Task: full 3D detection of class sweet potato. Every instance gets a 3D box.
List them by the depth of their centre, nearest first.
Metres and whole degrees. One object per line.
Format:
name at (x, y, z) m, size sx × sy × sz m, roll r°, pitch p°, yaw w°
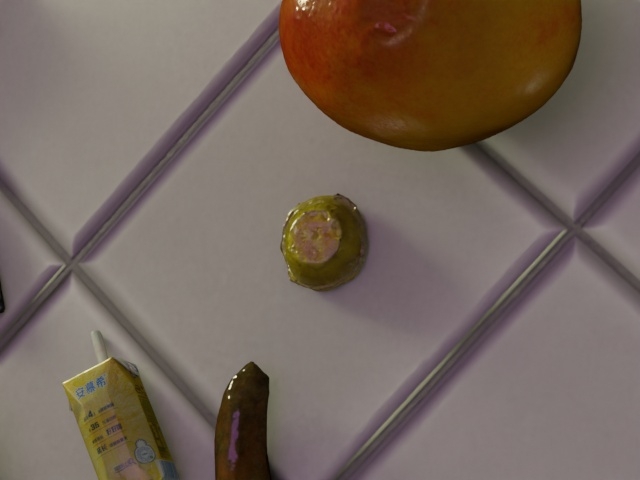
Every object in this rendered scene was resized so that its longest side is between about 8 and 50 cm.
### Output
sweet potato at (-0.072, 0.258, 1.609) m, size 0.075 × 0.075 × 0.273 m, roll -12°, pitch 70°, yaw 19°

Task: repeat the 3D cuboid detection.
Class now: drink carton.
drink carton at (-0.216, 0.178, 1.682) m, size 0.084 × 0.074 × 0.200 m, roll -30°, pitch 70°, yaw 13°

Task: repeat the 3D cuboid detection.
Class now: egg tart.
egg tart at (0.000, 0.000, 1.653) m, size 0.105 × 0.039 × 0.105 m, roll -4°, pitch 77°, yaw 19°

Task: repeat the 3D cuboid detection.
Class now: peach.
peach at (0.100, -0.223, 1.537) m, size 0.308 × 0.289 × 0.289 m, roll -12°, pitch 74°, yaw 13°

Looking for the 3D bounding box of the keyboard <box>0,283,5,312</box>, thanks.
keyboard at (-0.410, -0.017, 1.832) m, size 0.072 × 0.023 × 0.231 m, roll -20°, pitch 71°, yaw 19°
